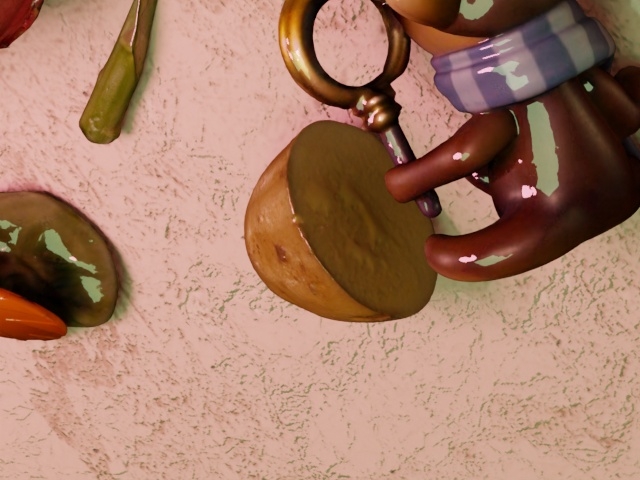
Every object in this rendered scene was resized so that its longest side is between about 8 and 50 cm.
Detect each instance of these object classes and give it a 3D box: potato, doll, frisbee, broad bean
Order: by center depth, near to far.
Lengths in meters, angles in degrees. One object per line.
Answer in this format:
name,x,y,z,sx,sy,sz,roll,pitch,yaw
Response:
doll,0.155,-0.136,1.292,0.317,0.209,0.340,-27,112,-5
potato,0.000,0.000,1.429,0.203,0.178,0.158,38,141,-21
frisbee,-0.372,0.080,1.600,0.192,0.035,0.192,16,163,5
broad bean,-0.317,0.019,1.602,0.206,0.072,0.153,16,125,-4

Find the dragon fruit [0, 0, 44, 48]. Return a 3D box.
dragon fruit,-0.375,-0.279,1.319,0.295,0.302,0.296,6,125,8

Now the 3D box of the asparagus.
asparagus,-0.195,-0.176,1.461,0.041,0.045,0.178,11,127,-27
